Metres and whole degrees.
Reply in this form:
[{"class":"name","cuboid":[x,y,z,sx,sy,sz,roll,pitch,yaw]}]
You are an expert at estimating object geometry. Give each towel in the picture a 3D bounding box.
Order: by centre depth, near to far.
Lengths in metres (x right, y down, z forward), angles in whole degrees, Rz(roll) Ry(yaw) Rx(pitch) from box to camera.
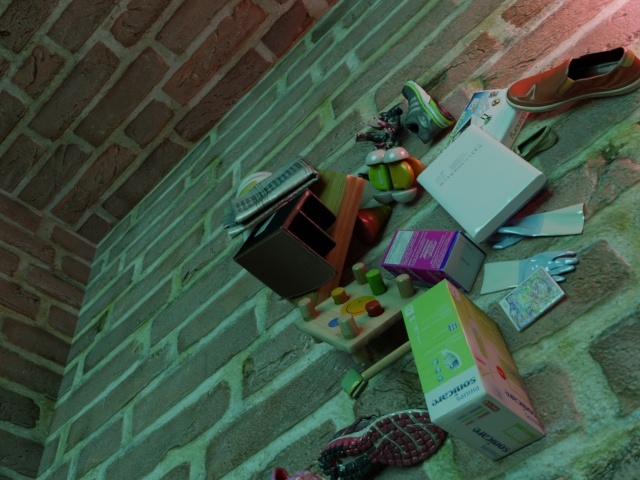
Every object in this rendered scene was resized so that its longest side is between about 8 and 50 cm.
[{"class":"towel","cuboid":[-0.167,-0.148,1.896,0.324,0.056,0.312,-36,21,2]}]

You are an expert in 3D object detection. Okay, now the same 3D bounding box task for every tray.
[{"class":"tray","cuboid":[0.000,0.000,1.829,0.203,0.076,0.410,22,100,59]}]

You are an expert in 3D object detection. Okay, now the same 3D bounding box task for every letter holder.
[{"class":"letter holder","cuboid":[-0.068,0.025,1.745,0.302,0.214,0.152,-30,24,53]}]

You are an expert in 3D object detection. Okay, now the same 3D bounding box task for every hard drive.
[{"class":"hard drive","cuboid":[0.387,-0.150,1.537,0.210,0.040,0.318,-45,34,11]}]

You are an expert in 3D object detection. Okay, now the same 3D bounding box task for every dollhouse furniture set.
[{"class":"dollhouse furniture set","cuboid":[0.093,0.314,1.541,0.151,0.059,0.076,-54,30,-2]}]

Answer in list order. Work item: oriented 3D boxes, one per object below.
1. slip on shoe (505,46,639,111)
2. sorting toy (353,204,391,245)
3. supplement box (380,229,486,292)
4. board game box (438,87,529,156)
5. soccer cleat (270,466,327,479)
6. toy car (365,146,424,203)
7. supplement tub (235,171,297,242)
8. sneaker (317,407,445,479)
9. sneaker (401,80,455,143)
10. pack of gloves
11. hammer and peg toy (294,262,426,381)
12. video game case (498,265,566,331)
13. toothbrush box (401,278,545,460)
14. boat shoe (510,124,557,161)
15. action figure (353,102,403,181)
[{"class":"slip on shoe","cuboid":[0.603,-0.396,1.505,0.331,0.101,0.123,-2,58,44]},{"class":"sorting toy","cuboid":[0.101,-0.098,1.932,0.126,0.127,0.366,-33,28,-16]},{"class":"supplement box","cuboid":[0.272,0.046,1.522,0.220,0.111,0.113,5,63,56]},{"class":"board game box","cuboid":[0.437,-0.279,1.686,0.193,0.053,0.305,14,70,56]},{"class":"soccer cleat","cuboid":[-0.013,0.564,1.366,0.318,0.109,0.116,-21,62,46]},{"class":"toy car","cuboid":[0.227,-0.198,1.822,0.136,0.159,0.182,-24,15,-35]},{"class":"supplement tub","cuboid":[-0.174,-0.090,2.143,0.228,0.228,0.316,-46,31,12]},{"class":"sneaker","cuboid":[0.129,0.419,1.341,0.299,0.120,0.112,-26,9,26]},{"class":"sneaker","cuboid":[0.307,-0.407,1.944,0.121,0.111,0.300,-47,29,17]},{"class":"pack of gloves","cuboid":[0.458,0.012,1.373,0.232,0.046,0.195,-16,46,46]},{"class":"hammer and peg toy","cuboid":[0.119,0.180,1.481,0.266,0.127,0.361,-31,22,-24]},{"class":"video game case","cuboid":[0.441,0.122,1.297,0.122,0.011,0.087,-46,39,20]},{"class":"toothbrush box","cuboid":[0.288,0.247,1.205,0.122,0.206,0.283,-37,33,23]},{"class":"boat shoe","cuboid":[0.511,-0.231,1.544,0.153,0.048,0.056,-30,37,33]},{"class":"action figure","cuboid":[0.188,-0.335,1.985,0.164,0.141,0.275,121,165,-62]}]
